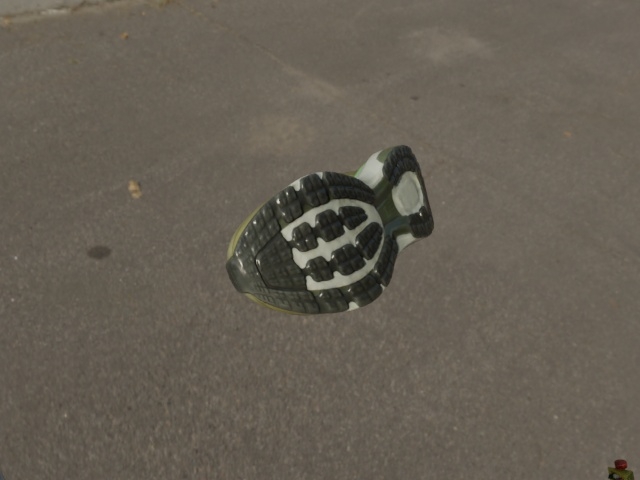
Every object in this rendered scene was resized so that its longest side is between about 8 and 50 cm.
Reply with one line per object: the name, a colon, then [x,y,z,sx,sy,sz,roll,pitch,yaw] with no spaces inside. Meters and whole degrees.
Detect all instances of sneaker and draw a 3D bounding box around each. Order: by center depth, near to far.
sneaker: [0.000,0.000,0.787,0.410,0.182,0.158,-26,94,-57]

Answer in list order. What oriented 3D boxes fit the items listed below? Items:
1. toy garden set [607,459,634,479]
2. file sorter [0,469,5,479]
toy garden set: [0.698,0.614,1.364,0.049,0.203,0.244,-13,6,-2]
file sorter: [-0.310,0.099,0.305,0.193,0.277,0.173,-39,29,-24]
